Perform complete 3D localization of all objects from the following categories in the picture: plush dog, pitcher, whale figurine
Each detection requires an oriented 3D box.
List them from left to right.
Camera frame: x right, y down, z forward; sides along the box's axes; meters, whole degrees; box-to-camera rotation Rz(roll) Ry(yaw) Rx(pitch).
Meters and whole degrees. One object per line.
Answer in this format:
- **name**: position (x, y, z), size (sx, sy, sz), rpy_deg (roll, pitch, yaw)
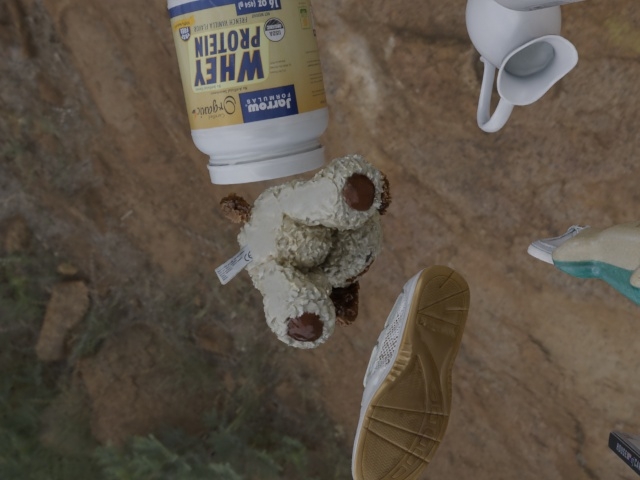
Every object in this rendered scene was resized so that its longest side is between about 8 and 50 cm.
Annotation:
- **plush dog**: position (0.000, 0.000, 1.204), size (0.210, 0.225, 0.263), rpy_deg (26, 99, 37)
- **pitcher**: position (0.254, -0.263, 1.186), size (0.125, 0.207, 0.178), rpy_deg (18, 132, -22)
- **whale figurine**: position (0.427, 0.045, 1.066), size (0.272, 0.216, 0.141), rpy_deg (4, 108, 36)

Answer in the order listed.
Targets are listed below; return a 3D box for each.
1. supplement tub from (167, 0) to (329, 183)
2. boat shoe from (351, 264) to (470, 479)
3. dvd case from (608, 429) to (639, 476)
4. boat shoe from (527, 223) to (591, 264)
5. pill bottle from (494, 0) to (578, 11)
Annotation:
- **supplement tub**: position (-0.110, -0.263, 1.409), size (0.228, 0.228, 0.316), rpy_deg (0, 105, 40)
- **boat shoe**: position (0.100, 0.166, 1.032), size (0.098, 0.277, 0.096), rpy_deg (26, 165, -14)
- **dvd case**: position (0.508, 0.295, 1.099), size (0.238, 0.179, 0.030), rpy_deg (9, 93, 0)
- **boat shoe**: position (0.405, 0.006, 1.353), size (0.066, 0.184, 0.063), rpy_deg (-130, 48, -62)
- **pill bottle**: position (0.257, -0.314, 0.907), size (0.131, 0.131, 0.229), rpy_deg (56, 177, -14)
